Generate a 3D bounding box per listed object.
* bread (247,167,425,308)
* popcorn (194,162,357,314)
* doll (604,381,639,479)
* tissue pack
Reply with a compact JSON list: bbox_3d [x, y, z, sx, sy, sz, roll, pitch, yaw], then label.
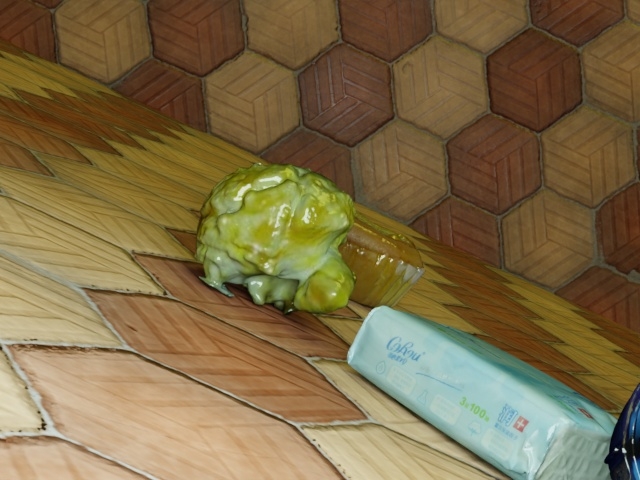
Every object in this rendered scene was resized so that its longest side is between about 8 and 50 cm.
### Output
[{"bbox_3d":[0.000,0.000,1.723,0.288,0.119,0.152,23,11,-15],"label":"bread"},{"bbox_3d":[-0.042,0.005,1.376,0.212,0.198,0.198,53,15,16],"label":"popcorn"},{"bbox_3d":[0.402,0.216,1.049,0.310,0.284,0.240,41,-27,18],"label":"doll"},{"bbox_3d":[0.175,0.160,1.229,0.177,0.089,0.263,21,8,-45],"label":"tissue pack"}]
